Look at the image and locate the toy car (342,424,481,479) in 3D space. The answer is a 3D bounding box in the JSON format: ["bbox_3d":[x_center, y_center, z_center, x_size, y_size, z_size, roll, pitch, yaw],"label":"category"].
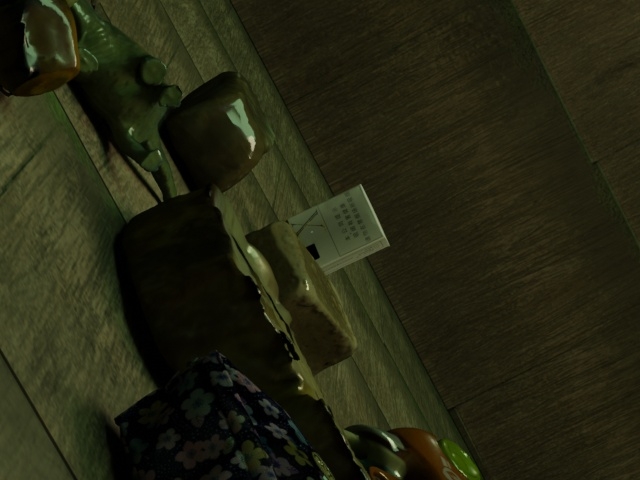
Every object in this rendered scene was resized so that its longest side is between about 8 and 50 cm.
[{"bbox_3d":[0.064,0.269,1.795,0.235,0.145,0.235,44,15,-15],"label":"toy car"}]

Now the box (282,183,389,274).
[{"bbox_3d":[0.000,0.000,2.207,0.040,0.154,0.084,59,7,-67],"label":"box"}]

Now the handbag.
[{"bbox_3d":[-0.035,0.207,1.172,0.208,0.127,0.229,56,1,-44],"label":"handbag"}]

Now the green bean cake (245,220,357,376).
[{"bbox_3d":[-0.032,0.069,1.982,0.179,0.085,0.109,53,13,-55],"label":"green bean cake"}]

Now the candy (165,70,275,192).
[{"bbox_3d":[-0.116,-0.128,2.046,0.104,0.102,0.234,61,4,-11],"label":"candy"}]

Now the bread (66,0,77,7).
[{"bbox_3d":[-0.244,-0.237,1.503,0.094,0.083,0.157,63,16,-6],"label":"bread"}]

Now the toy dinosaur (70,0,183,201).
[{"bbox_3d":[-0.195,-0.153,1.632,0.363,0.076,0.147,62,-13,-24],"label":"toy dinosaur"}]

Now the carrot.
[{"bbox_3d":[-0.244,-0.194,1.343,0.082,0.082,0.173,22,45,-81],"label":"carrot"}]

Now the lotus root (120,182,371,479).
[{"bbox_3d":[-0.044,0.132,1.530,0.390,0.111,0.375,61,4,15],"label":"lotus root"}]

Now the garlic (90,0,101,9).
[{"bbox_3d":[-0.280,-0.429,1.793,0.246,0.231,0.340,175,-83,-68],"label":"garlic"}]
